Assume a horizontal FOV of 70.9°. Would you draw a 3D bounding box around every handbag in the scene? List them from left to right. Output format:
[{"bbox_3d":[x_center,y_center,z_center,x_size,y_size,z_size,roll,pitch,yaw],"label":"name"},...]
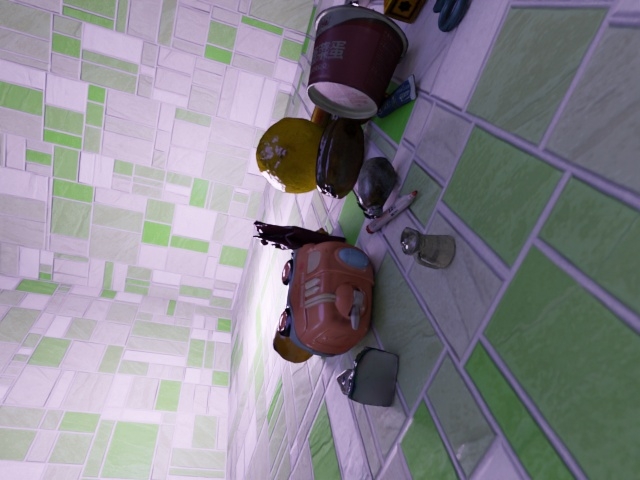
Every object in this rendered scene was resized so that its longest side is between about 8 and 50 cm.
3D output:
[{"bbox_3d":[-0.064,0.002,1.272,0.216,0.203,0.074,8,84,48],"label":"handbag"}]

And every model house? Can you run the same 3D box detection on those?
[{"bbox_3d":[0.085,0.251,0.856,0.100,0.087,0.101,165,119,-72],"label":"model house"}]

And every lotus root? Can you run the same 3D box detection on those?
[{"bbox_3d":[0.056,-0.233,1.263,0.124,0.123,0.241,11,87,47],"label":"lotus root"},{"bbox_3d":[0.120,-0.117,1.001,0.088,0.088,0.165,133,152,-62],"label":"lotus root"}]

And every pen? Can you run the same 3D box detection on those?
[{"bbox_3d":[0.152,-0.060,0.966,0.218,0.026,0.026,136,143,-64],"label":"pen"}]

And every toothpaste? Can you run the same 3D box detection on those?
[{"bbox_3d":[0.175,-0.332,1.073,0.197,0.034,0.057,169,96,-72],"label":"toothpaste"}]

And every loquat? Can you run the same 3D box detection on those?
[{"bbox_3d":[-0.070,0.278,1.306,0.163,0.137,0.163,14,-90,-86],"label":"loquat"}]

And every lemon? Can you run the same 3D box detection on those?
[{"bbox_3d":[-0.083,-0.289,1.542,0.322,0.268,0.268,-56,-17,-70],"label":"lemon"}]

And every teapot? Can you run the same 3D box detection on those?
[{"bbox_3d":[0.171,0.013,0.734,0.057,0.083,0.067,130,150,-52],"label":"teapot"}]

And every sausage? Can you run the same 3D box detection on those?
[{"bbox_3d":[-0.026,-0.401,1.774,0.082,0.082,0.372,-98,24,-51],"label":"sausage"}]

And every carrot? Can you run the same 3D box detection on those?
[{"bbox_3d":[0.140,-0.357,1.210,0.191,0.047,0.047,167,114,-68],"label":"carrot"}]

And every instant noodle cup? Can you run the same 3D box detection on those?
[{"bbox_3d":[0.075,-0.415,1.083,0.235,0.234,0.179,170,117,-74],"label":"instant noodle cup"}]

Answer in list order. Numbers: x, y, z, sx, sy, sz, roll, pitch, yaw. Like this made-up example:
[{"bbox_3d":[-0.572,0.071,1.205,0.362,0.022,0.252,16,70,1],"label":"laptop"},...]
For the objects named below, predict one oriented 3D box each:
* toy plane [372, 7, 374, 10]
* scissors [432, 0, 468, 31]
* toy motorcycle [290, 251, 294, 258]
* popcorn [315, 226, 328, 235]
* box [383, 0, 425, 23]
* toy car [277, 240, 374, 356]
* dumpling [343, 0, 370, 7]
[{"bbox_3d":[0.130,-0.570,1.356,0.234,0.082,0.160,-59,9,12],"label":"toy plane"},{"bbox_3d":[0.284,-0.532,0.815,0.289,0.041,0.138,115,159,-51],"label":"scissors"},{"bbox_3d":[-0.049,0.110,1.456,0.263,0.090,0.157,-119,35,-70],"label":"toy motorcycle"},{"bbox_3d":[0.000,0.000,1.410,0.082,0.057,0.083,-116,37,-76],"label":"popcorn"},{"bbox_3d":[0.240,-0.673,0.996,0.301,0.084,0.193,132,147,-62],"label":"box"},{"bbox_3d":[0.029,0.117,1.019,0.212,0.180,0.271,-42,39,49],"label":"toy car"},{"bbox_3d":[0.137,-0.842,1.503,0.150,0.092,0.176,-76,2,-57],"label":"dumpling"}]
